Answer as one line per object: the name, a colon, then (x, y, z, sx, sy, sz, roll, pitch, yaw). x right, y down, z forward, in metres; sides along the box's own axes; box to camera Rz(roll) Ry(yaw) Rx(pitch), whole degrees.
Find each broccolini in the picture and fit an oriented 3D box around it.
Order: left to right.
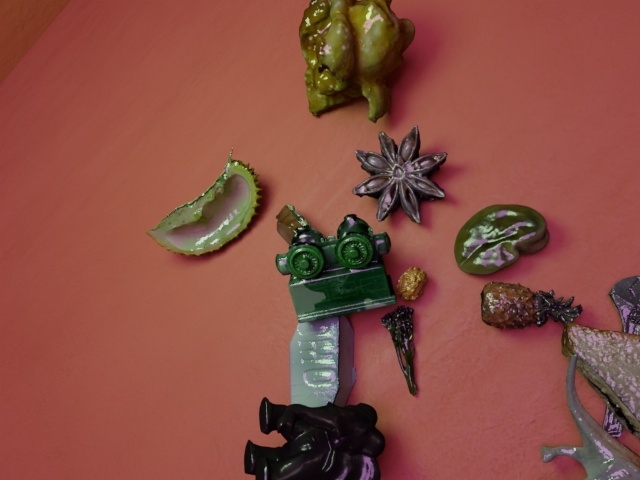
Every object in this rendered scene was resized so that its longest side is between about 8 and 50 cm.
broccolini: (0.194, 0.251, 1.087, 0.074, 0.058, 0.201, -14, 85, 34)

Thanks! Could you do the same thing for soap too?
soap: (0.003, 0.279, 1.123, 0.145, 0.091, 0.231, -10, 72, 20)

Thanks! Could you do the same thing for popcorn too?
popcorn: (0.097, -0.468, 1.226, 0.290, 0.321, 0.326, -34, 81, -9)
popcorn: (0.214, 0.100, 1.097, 0.057, 0.083, 0.082, 36, 122, 32)

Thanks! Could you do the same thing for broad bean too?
broad bean: (0.397, -0.006, 1.054, 0.206, 0.072, 0.153, -20, 55, 18)

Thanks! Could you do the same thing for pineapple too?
pineapple: (0.436, 0.140, 0.980, 0.197, 0.108, 0.108, 4, 76, 17)

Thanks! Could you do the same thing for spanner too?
spanner: (0.596, 0.225, 0.925, 0.093, 0.026, 0.325, 13, 81, 23)

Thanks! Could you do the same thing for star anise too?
star anise: (0.200, -0.159, 1.166, 0.223, 0.109, 0.236, 3, 89, 18)

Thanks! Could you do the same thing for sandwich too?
sandwich: (0.588, 0.288, 0.848, 0.288, 0.099, 0.254, 7, 81, 17)

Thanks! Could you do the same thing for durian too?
durian: (-0.304, -0.078, 1.314, 0.352, 0.169, 0.158, -38, 63, 7)

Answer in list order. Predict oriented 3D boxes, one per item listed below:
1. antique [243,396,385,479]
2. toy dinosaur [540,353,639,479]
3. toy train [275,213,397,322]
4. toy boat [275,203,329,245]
antique: (-0.017, 0.456, 0.981, 0.185, 0.255, 0.322, -109, 31, -57)
toy dinosaur: (0.499, 0.404, 0.861, 0.205, 0.092, 0.393, -8, 79, 19)
toy train: (0.037, 0.060, 1.083, 0.266, 0.145, 0.202, -13, 109, 7)
toy boat: (-0.005, 0.008, 1.207, 0.293, 0.108, 0.099, 34, 57, 22)
